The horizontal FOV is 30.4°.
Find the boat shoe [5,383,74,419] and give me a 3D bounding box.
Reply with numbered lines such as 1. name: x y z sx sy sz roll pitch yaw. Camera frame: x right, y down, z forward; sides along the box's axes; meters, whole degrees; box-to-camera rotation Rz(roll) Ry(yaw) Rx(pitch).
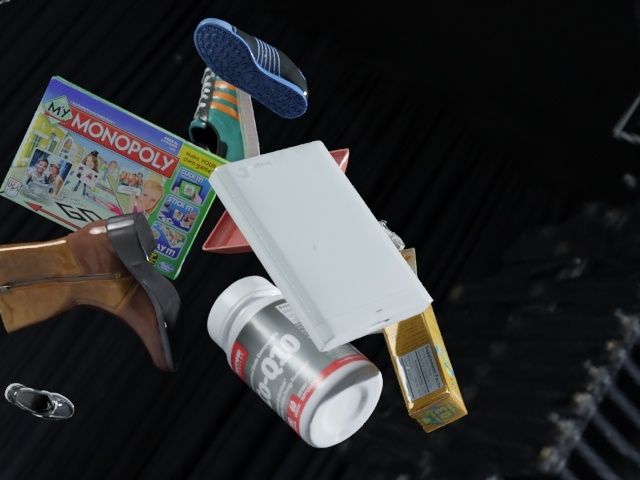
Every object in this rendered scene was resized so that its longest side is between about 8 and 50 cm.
1. boat shoe: -0.458 0.269 1.944 0.125 0.046 0.038 32 -12 -34

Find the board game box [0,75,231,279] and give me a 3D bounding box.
1. board game box: -0.333 -0.101 1.920 0.317 0.213 0.046 26 8 -3

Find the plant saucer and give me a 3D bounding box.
1. plant saucer: -0.080 -0.068 2.374 0.258 0.259 0.048 -6 -48 38

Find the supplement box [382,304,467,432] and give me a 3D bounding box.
1. supplement box: 0.151 0.172 1.812 0.080 0.233 0.078 -25 -40 15

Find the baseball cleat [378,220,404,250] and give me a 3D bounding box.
1. baseball cleat: 0.137 0.057 2.588 0.109 0.206 0.072 -19 -13 27

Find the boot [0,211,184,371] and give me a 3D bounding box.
1. boot: -0.369 0.107 1.824 0.280 0.096 0.264 -15 -69 14

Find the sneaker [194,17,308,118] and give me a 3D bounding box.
1. sneaker: -0.114 -0.297 1.958 0.081 0.090 0.232 -38 -61 26

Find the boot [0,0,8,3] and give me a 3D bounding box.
1. boot: -0.494 -0.561 2.205 0.377 0.284 0.138 -1 -62 49

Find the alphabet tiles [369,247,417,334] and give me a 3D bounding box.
1. alphabet tiles: 0.052 0.097 2.349 0.285 0.342 0.011 -10 -62 7

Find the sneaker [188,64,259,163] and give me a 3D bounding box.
1. sneaker: -0.205 -0.260 2.334 0.108 0.121 0.302 119 -39 -59

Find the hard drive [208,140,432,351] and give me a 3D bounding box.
1. hard drive: 0.000 0.000 1.699 0.307 0.203 0.040 56 -40 20

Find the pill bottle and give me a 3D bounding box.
1. pill bottle: -0.049 0.188 1.901 0.283 0.161 0.161 38 -17 36
